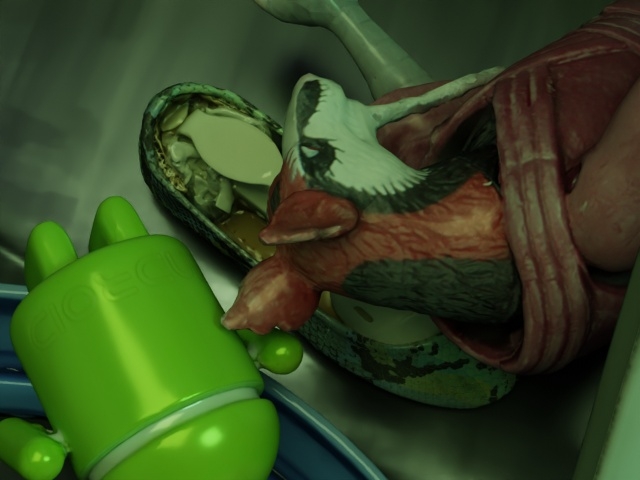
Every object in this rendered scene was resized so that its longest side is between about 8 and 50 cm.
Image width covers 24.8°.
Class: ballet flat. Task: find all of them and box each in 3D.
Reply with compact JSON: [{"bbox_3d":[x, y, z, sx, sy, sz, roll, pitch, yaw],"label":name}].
[{"bbox_3d":[0.000,0.000,0.577,0.188,0.070,0.070,33,74,12],"label":"ballet flat"}]

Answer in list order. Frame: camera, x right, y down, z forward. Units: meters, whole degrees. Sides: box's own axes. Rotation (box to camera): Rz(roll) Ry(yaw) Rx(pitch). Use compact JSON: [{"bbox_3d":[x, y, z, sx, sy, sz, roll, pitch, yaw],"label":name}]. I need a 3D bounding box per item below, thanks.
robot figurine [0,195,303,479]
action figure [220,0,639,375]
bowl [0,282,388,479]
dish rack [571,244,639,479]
[{"bbox_3d":[-0.057,0.045,0.472,0.101,0.067,0.115,-23,72,-26],"label":"robot figurine"},{"bbox_3d":[0.131,-0.033,0.523,0.370,0.248,0.276,-26,98,-20],"label":"action figure"},{"bbox_3d":[-0.124,0.210,0.479,0.391,0.077,0.391,2,68,-4],"label":"bowl"},{"bbox_3d":[0.227,0.060,0.444,0.332,0.286,0.072,-1,37,-11],"label":"dish rack"}]
